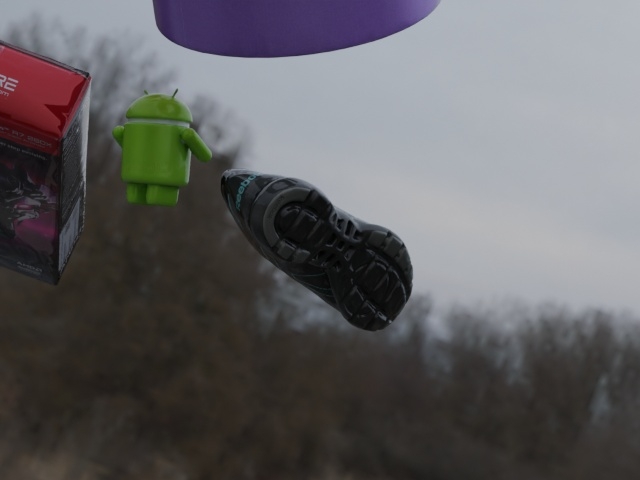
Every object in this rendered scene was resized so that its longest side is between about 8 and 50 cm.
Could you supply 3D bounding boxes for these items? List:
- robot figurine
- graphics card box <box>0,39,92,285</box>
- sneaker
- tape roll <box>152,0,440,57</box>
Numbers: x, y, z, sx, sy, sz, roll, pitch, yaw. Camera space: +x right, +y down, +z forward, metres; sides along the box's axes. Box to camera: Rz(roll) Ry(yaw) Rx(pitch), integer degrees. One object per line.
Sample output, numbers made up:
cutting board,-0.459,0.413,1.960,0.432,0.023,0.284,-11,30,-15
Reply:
robot figurine,-0.159,-0.091,1.793,0.101,0.115,0.067,3,-1,35
graphics card box,-0.379,-0.097,2.039,0.233,0.094,0.371,20,-26,1
sneaker,0.000,0.000,1.853,0.106,0.101,0.267,28,-10,44
tape roll,-0.024,-0.262,1.724,0.275,0.090,0.275,-5,28,3
